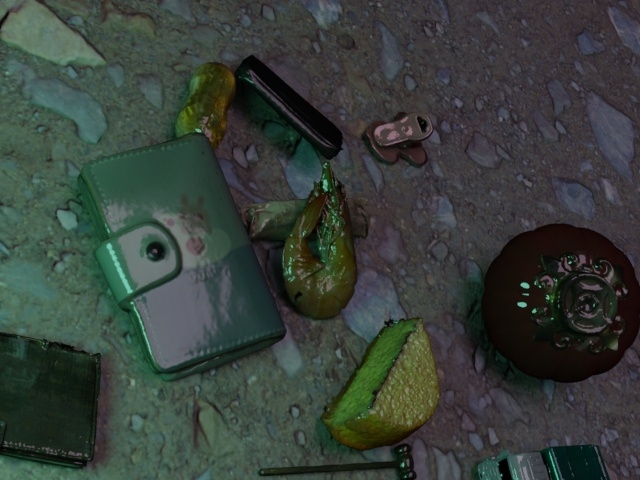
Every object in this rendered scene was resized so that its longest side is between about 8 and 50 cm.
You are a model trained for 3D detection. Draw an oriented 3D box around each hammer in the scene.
[{"bbox_3d":[0.030,0.353,1.456,0.292,0.029,0.058,6,59,-34],"label":"hammer"}]

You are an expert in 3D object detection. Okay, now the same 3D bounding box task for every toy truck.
[{"bbox_3d":[0.400,0.417,1.642,0.253,0.124,0.114,7,57,-37],"label":"toy truck"}]

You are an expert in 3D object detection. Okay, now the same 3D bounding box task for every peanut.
[{"bbox_3d":[-0.196,-0.224,1.590,0.087,0.087,0.207,28,47,-22],"label":"peanut"}]

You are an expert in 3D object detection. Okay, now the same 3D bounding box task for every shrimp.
[{"bbox_3d":[0.000,0.000,1.566,0.145,0.061,0.267,2,96,-29],"label":"shrimp"}]

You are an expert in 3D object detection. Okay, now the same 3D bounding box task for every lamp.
[{"bbox_3d":[0.454,0.118,1.763,0.303,0.257,0.303,1,85,-8],"label":"lamp"}]

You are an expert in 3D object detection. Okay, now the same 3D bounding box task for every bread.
[{"bbox_3d":[0.117,0.251,1.515,0.134,0.129,0.260,47,46,-15],"label":"bread"}]

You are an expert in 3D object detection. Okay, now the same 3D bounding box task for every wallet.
[{"bbox_3d":[-0.435,0.185,1.177,0.317,0.044,0.169,18,50,-31],"label":"wallet"},{"bbox_3d":[-0.212,0.018,1.411,0.252,0.083,0.360,-18,80,-36],"label":"wallet"},{"bbox_3d":[-0.051,-0.243,1.708,0.250,0.044,0.149,42,16,-10],"label":"wallet"}]

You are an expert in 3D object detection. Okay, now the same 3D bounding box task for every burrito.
[{"bbox_3d":[-0.028,-0.032,1.613,0.275,0.059,0.082,-4,98,-38],"label":"burrito"}]

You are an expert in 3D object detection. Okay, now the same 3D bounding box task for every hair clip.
[{"bbox_3d":[0.155,-0.204,1.894,0.138,0.102,0.123,-22,74,-11],"label":"hair clip"}]
